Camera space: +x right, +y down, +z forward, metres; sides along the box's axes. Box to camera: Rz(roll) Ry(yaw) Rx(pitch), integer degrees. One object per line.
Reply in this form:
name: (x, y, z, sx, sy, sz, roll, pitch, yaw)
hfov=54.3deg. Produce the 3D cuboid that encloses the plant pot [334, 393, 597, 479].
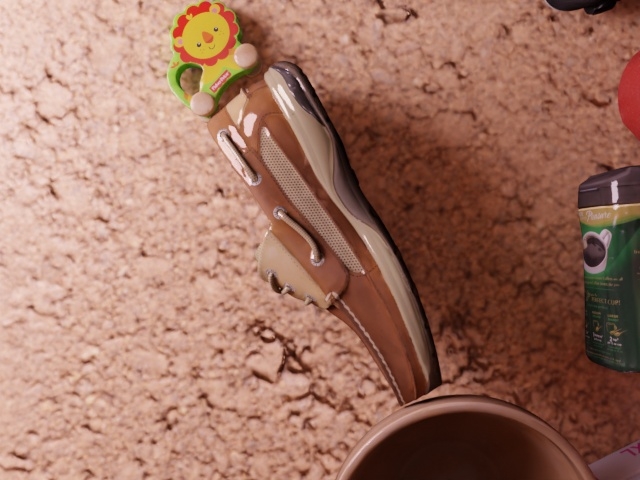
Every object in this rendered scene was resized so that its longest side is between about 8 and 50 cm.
plant pot: (0.122, 0.248, 0.564, 0.237, 0.110, 0.238, 0, 92, 2)

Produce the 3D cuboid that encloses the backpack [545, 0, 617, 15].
backpack: (0.268, -0.362, 0.539, 0.225, 0.191, 0.254, -21, 85, 1)

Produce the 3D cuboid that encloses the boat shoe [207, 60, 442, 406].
boat shoe: (0.000, 0.000, 0.574, 0.119, 0.122, 0.324, -27, 81, 5)

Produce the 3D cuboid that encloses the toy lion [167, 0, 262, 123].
toy lion: (-0.112, -0.181, 0.612, 0.096, 0.034, 0.100, 42, 90, 7)

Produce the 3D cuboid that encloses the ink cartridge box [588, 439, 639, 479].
ink cartridge box: (0.368, 0.342, 0.592, 0.185, 0.065, 0.311, -27, 91, 1)

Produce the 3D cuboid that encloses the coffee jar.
coffee jar: (0.288, 0.024, 0.574, 0.079, 0.096, 0.185, -3, 90, -2)

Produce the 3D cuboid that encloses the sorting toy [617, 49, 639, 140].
sorting toy: (0.445, -0.225, 0.560, 0.365, 0.126, 0.127, -42, 89, 1)
